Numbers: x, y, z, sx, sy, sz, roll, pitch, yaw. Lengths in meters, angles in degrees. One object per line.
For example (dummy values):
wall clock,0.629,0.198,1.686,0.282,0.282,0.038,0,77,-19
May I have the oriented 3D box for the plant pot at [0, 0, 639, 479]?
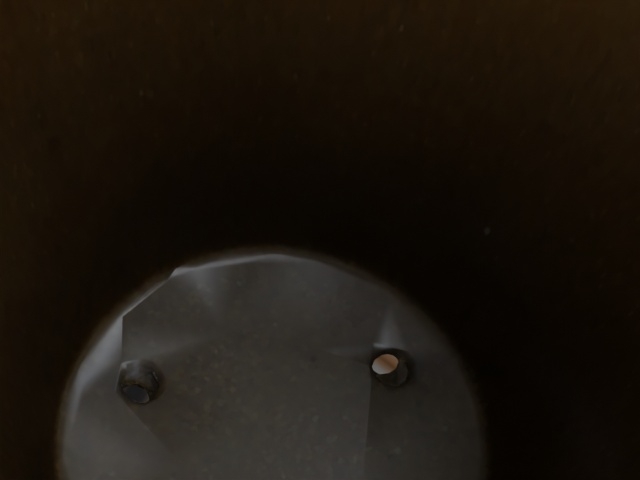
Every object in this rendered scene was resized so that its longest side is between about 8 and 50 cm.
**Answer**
plant pot,0.000,0.000,0.388,0.254,0.237,0.237,104,-170,-64
